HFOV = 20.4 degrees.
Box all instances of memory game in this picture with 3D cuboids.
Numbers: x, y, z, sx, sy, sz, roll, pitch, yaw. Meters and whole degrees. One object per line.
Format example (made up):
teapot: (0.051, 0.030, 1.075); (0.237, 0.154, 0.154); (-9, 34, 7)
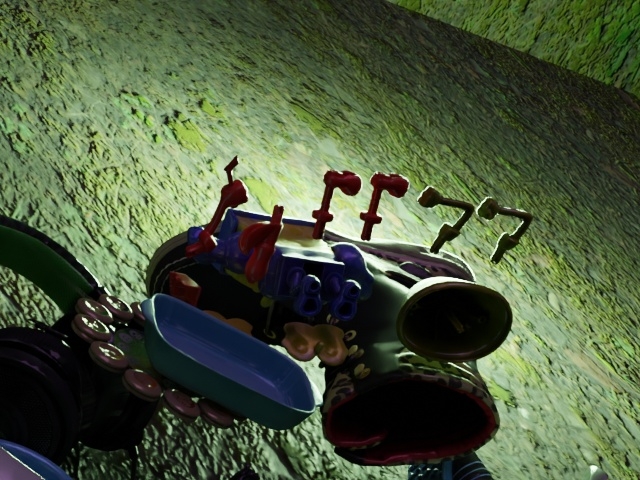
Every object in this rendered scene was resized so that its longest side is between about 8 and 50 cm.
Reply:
memory game: (-0.139, 0.105, 1.576); (0.186, 0.012, 0.186); (31, 16, -10)

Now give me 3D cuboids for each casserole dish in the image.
casserole dish: (-0.085, 0.112, 1.573); (0.188, 0.037, 0.114); (28, 18, -19)

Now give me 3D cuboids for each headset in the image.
headset: (-0.215, 0.120, 1.580); (0.394, 0.185, 0.243); (54, 28, 13)

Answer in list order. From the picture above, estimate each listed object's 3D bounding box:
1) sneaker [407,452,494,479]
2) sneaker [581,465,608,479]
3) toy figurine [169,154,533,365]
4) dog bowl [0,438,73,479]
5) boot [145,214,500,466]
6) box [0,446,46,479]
sneaker: (0.153, 0.276, 1.858); (0.090, 0.081, 0.232); (28, 26, -20)
sneaker: (0.271, 0.391, 1.708); (0.146, 0.122, 0.330); (-18, 62, -16)
toy figurine: (0.000, 0.000, 1.767); (0.362, 0.191, 0.217); (6, 14, -27)
dog bowl: (-0.252, 0.258, 1.376); (0.166, 0.074, 0.297); (22, 23, -19)
boot: (0.006, 0.107, 1.897); (0.377, 0.138, 0.284); (8, 29, -12)
box: (-0.268, 0.251, 1.142); (0.345, 0.168, 0.215); (34, 47, 11)
